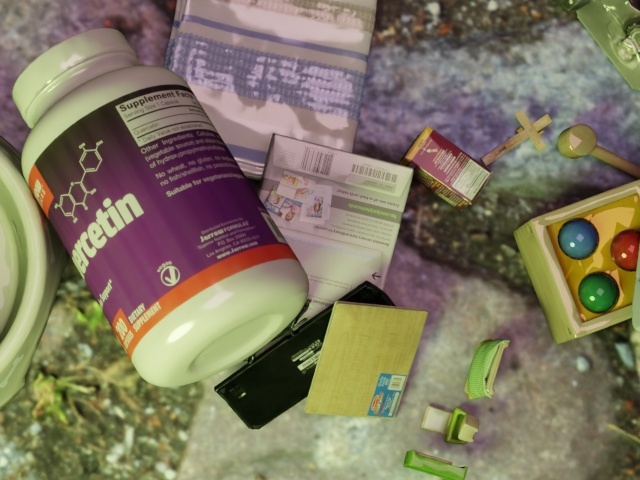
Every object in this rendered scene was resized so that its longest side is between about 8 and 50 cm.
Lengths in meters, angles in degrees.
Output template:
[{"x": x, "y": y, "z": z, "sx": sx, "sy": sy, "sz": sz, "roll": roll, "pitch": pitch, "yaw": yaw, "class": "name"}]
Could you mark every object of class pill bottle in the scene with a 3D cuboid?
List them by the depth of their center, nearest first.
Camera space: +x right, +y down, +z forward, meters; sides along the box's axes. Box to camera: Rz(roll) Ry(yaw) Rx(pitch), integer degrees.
[{"x": -0.161, "y": -0.035, "z": 1.784, "sx": 0.181, "sy": 0.181, "sz": 0.323, "roll": -30, "pitch": 74, "yaw": -10, "class": "pill bottle"}]

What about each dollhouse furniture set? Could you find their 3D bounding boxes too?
[{"x": 0.133, "y": 0.160, "z": 1.884, "sx": 0.058, "sy": 0.076, "sz": 0.151, "roll": 19, "pitch": 81, "yaw": -5, "class": "dollhouse furniture set"}]

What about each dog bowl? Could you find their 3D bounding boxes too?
[{"x": -0.416, "y": 0.026, "z": 1.822, "sx": 0.349, "sy": 0.102, "sz": 0.349, "roll": 1, "pitch": 82, "yaw": -6, "class": "dog bowl"}]

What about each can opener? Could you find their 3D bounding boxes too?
[{"x": 0.285, "y": -0.284, "z": 1.980, "sx": 0.095, "sy": 0.076, "sz": 0.283, "roll": -34, "pitch": 86, "yaw": -42, "class": "can opener"}]

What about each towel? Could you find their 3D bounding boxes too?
[{"x": -0.052, "y": -0.198, "z": 1.933, "sx": 0.209, "sy": 0.034, "sz": 0.285, "roll": 11, "pitch": 81, "yaw": -6, "class": "towel"}]

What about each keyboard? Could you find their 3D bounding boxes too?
[{"x": -0.018, "y": 0.100, "z": 1.870, "sx": 0.192, "sy": 0.038, "sz": 0.100, "roll": -35, "pitch": 124, "yaw": 3, "class": "keyboard"}]

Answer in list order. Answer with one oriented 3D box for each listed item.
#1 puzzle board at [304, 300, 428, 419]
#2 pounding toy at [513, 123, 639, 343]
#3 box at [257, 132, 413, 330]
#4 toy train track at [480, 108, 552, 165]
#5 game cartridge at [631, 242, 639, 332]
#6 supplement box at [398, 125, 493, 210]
[{"x": 0.044, "y": 0.118, "z": 1.870, "sx": 0.096, "sy": 0.011, "sz": 0.128, "roll": 6, "pitch": 117, "yaw": -20, "class": "puzzle board"}, {"x": 0.294, "y": -0.025, "z": 1.920, "sx": 0.181, "sy": 0.094, "sz": 0.206, "roll": -20, "pitch": 85, "yaw": -9, "class": "pounding toy"}, {"x": 0.000, "y": 0.000, "z": 1.889, "sx": 0.145, "sy": 0.038, "sz": 0.186, "roll": 13, "pitch": 93, "yaw": -5, "class": "box"}, {"x": 0.202, "y": -0.104, "z": 1.962, "sx": 0.083, "sy": 0.014, "sz": 0.048, "roll": -34, "pitch": 94, "yaw": -5, "class": "toy train track"}, {"x": 0.413, "y": -0.011, "z": 1.901, "sx": 0.196, "sy": 0.060, "sz": 0.294, "roll": 22, "pitch": 64, "yaw": -21, "class": "game cartridge"}, {"x": 0.126, "y": -0.073, "z": 1.926, "sx": 0.083, "sy": 0.055, "sz": 0.043, "roll": 36, "pitch": 79, "yaw": -2, "class": "supplement box"}]
